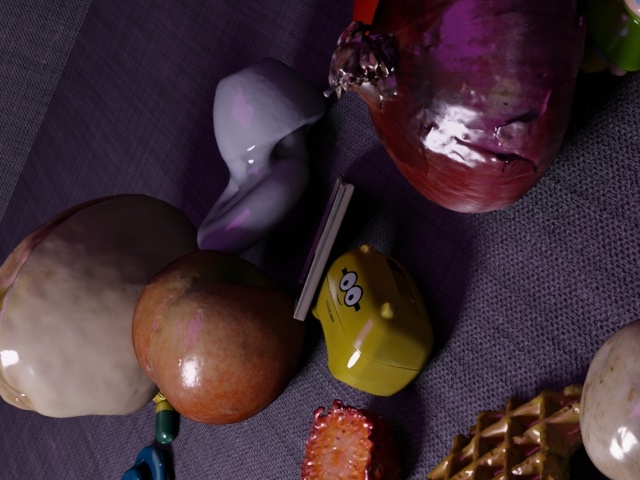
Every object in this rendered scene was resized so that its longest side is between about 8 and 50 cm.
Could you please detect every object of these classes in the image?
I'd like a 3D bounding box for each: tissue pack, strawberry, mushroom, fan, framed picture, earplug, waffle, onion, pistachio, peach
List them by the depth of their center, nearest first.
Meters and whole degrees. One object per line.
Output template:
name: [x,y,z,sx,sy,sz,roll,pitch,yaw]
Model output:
mushroom: [0.307,0.147,0.954,0.166,0.127,0.166,-59,12,20]
waffle: [0.172,0.271,1.050,0.281,0.058,0.301,-30,23,50]
onion: [0.138,-0.203,1.197,0.347,0.285,0.347,178,90,-74]
strawberry: [0.041,0.276,1.319,0.145,0.086,0.145,-28,55,48]
tissue pack: [0.069,0.095,1.328,0.127,0.123,0.178,-55,32,28]
framed picture: [0.000,0.000,1.459,0.260,0.023,0.189,-102,33,-84]
peach: [-0.149,0.145,1.527,0.252,0.252,0.252,-30,51,46]
earplug: [-0.103,-0.122,1.639,0.214,0.175,0.325,1,75,69]
pistachio: [-0.345,0.111,1.704,0.281,0.445,0.365,12,118,38]
fan: [-0.267,0.276,1.824,0.082,0.039,0.155,-36,48,42]

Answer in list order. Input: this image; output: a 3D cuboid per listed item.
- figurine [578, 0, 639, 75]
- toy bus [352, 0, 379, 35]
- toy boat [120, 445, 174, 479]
figurine: [0.353,-0.259,1.076,0.263,0.143,0.162,139,139,-64]
toy bus: [0.117,-0.371,1.484,0.121,0.120,0.265,-12,66,52]
toy boat: [-0.320,0.489,1.757,0.134,0.092,0.299,-27,54,52]
